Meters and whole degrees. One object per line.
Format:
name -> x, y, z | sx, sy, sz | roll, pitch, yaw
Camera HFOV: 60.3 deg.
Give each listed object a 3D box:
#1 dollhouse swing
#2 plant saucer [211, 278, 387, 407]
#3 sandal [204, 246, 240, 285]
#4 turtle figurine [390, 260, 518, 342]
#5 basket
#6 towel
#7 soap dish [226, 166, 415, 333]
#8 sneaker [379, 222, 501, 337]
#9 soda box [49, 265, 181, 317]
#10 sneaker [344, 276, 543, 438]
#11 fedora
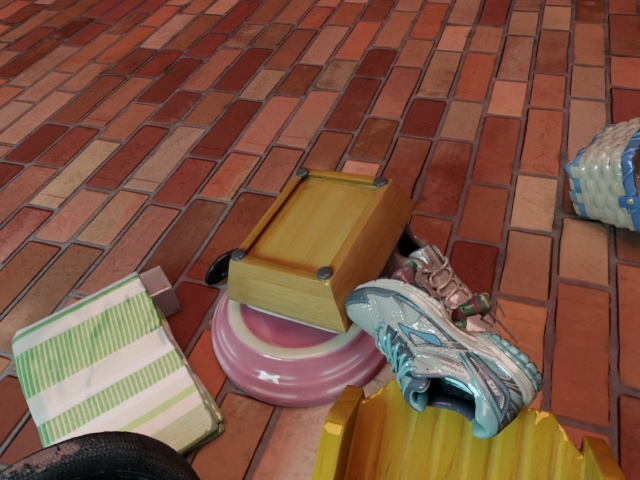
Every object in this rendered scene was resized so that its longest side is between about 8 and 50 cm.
dollhouse swing -> 0.142, 0.315, 0.580 | 0.347, 0.305, 0.315 | 9, 74, 15
plant saucer -> -0.033, 0.126, 0.976 | 0.332, 0.084, 0.332 | -3, 45, 3
sandal -> -0.146, 0.040, 1.091 | 0.179, 0.067, 0.040 | -28, 60, -23
turtle figurine -> 0.193, 0.146, 0.844 | 0.118, 0.175, 0.234 | 1, 34, -45
basket -> 0.654, -0.136, 1.055 | 0.255, 0.201, 0.289 | -37, 21, -26
towel -> -0.334, 0.229, 0.886 | 0.248, 0.038, 0.324 | -28, 65, -20
soap dish -> 0.000, 0.000, 0.931 | 0.229, 0.118, 0.290 | 12, 51, 29
sneaker -> 0.195, 0.084, 0.959 | 0.111, 0.129, 0.297 | -27, 49, -21
soda box -> -0.375, 0.134, 1.013 | 0.216, 0.073, 0.069 | -27, 49, -19
sneaker -> 0.131, 0.146, 0.717 | 0.283, 0.110, 0.122 | 26, 53, 35
fedora -> -0.308, 0.376, 0.679 | 0.334, 0.334, 0.152 | -29, 15, -21
